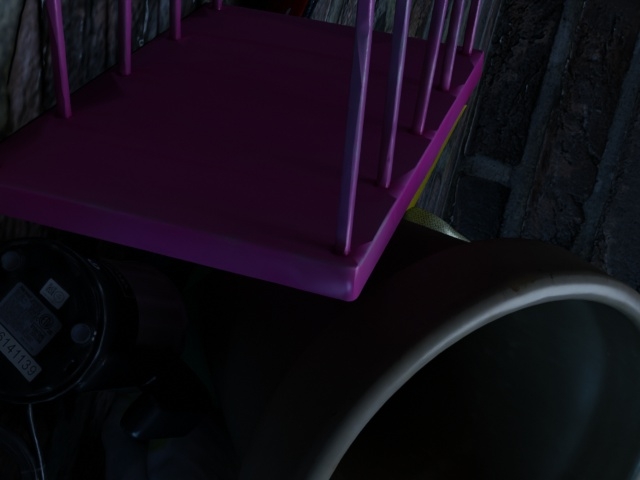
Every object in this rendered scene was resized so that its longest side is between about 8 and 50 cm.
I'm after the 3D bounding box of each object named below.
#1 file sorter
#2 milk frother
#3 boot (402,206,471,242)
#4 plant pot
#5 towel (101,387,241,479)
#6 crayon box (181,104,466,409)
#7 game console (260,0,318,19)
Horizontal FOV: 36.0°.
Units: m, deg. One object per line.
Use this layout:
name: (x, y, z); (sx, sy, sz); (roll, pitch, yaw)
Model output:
file sorter: (-0.027, -0.139, 0.526); (0.290, 0.202, 0.182); (-56, 155, -55)
milk frother: (-0.149, 0.080, 0.551); (0.143, 0.129, 0.135); (-31, 168, 6)
boot: (0.088, 0.089, 0.927); (0.203, 0.095, 0.262); (-62, 153, -7)
plant pot: (0.039, 0.083, 0.606); (0.263, 0.229, 0.263); (-16, 125, -24)
towel: (-0.020, 0.309, 0.640); (0.320, 0.090, 0.374); (45, 31, -49)
crayon box: (0.000, 0.000, 0.887); (0.313, 0.106, 0.363); (-63, 171, 15)
game console: (-0.022, -0.134, 0.795); (0.124, 0.085, 0.144); (-16, -133, 55)
